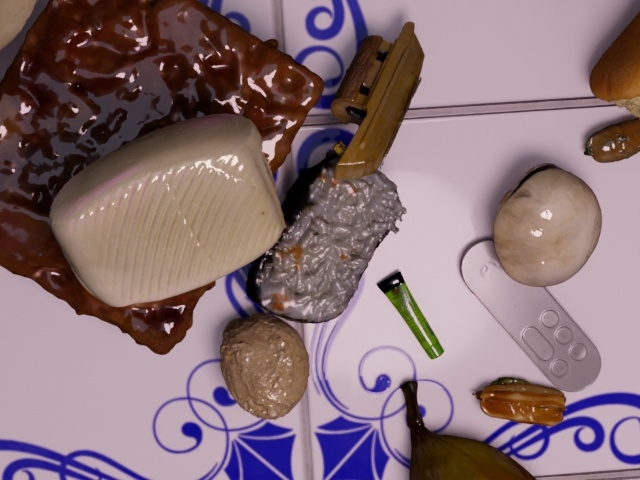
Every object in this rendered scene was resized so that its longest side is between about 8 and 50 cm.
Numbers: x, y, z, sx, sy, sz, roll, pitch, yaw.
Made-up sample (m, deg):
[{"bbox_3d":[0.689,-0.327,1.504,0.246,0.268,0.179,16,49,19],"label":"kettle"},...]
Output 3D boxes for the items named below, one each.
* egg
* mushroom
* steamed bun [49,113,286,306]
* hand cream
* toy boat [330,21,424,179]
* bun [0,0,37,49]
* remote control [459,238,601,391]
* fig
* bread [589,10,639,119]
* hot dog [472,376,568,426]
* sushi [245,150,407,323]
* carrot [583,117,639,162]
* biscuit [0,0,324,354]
[{"bbox_3d":[-0.071,0.156,1.367,0.118,0.116,0.140,-23,70,22],"label":"egg"},{"bbox_3d":[0.277,-0.019,1.365,0.154,0.122,0.154,-18,120,-33],"label":"mushroom"},{"bbox_3d":[-0.161,-0.042,1.164,0.238,0.153,0.170,-21,124,5],"label":"steamed bun"},{"bbox_3d":[0.120,0.099,1.414,0.036,0.023,0.122,-32,96,13],"label":"hand cream"},{"bbox_3d":[0.062,-0.169,1.311,0.088,0.068,0.226,23,63,6],"label":"toy boat"},{"bbox_3d":[-0.459,-0.374,1.229,0.364,0.202,0.364,10,121,18],"label":"bun"},{"bbox_3d":[0.274,0.099,1.422,0.077,0.022,0.245,-41,97,1],"label":"remote control"},{"bbox_3d":[0.177,0.303,1.396,0.170,0.145,0.274,-31,80,-5],"label":"fig"},{"bbox_3d":[0.440,-0.245,1.311,0.121,0.174,0.245,45,93,-3],"label":"bread"},{"bbox_3d":[0.263,0.211,1.430,0.133,0.041,0.056,10,97,-11],"label":"hot dog"},{"bbox_3d":[0.000,0.000,1.347,0.136,0.126,0.225,35,93,-6],"label":"sushi"},{"bbox_3d":[0.456,-0.154,1.392,0.254,0.049,0.049,-20,98,-4],"label":"carrot"},{"bbox_3d":[-0.226,-0.113,1.299,0.342,0.166,0.395,32,95,-11],"label":"biscuit"}]
